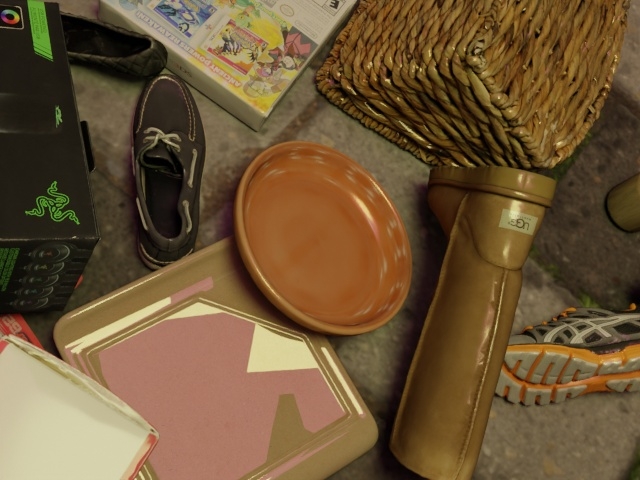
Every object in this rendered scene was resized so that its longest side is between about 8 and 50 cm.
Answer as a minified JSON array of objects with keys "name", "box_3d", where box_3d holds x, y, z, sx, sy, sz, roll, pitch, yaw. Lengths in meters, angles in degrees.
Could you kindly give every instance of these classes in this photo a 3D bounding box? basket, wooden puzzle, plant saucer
[{"name":"basket","box_3d":[0.182,-0.218,0.974,0.213,0.223,0.299,46,60,-34]},{"name":"wooden puzzle","box_3d":[-0.091,0.133,0.801,0.221,0.044,0.239,-27,84,-23]},{"name":"plant saucer","box_3d":[0.000,0.000,0.845,0.200,0.037,0.200,18,57,-29]}]

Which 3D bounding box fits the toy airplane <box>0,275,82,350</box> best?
[{"name":"toy airplane","box_3d":[-0.279,0.041,0.783,0.151,0.028,0.151,5,65,-10]}]

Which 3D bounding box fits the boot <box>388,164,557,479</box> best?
[{"name":"boot","box_3d":[0.121,0.067,0.833,0.089,0.236,0.269,16,91,-3]}]

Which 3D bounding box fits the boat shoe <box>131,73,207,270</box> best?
[{"name":"boat shoe","box_3d":[-0.143,-0.076,0.843,0.075,0.065,0.206,2,69,-13]}]

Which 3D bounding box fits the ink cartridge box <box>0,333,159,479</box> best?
[{"name":"ink cartridge box","box_3d":[-0.229,0.200,0.603,0.117,0.283,0.207,34,66,-6]}]

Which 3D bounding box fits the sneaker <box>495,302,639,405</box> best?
[{"name":"sneaker","box_3d":[0.250,0.109,0.891,0.215,0.084,0.083,0,47,-14]}]

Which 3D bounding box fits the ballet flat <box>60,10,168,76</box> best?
[{"name":"ballet flat","box_3d":[-0.231,-0.200,0.861,0.173,0.049,0.057,12,69,5]}]

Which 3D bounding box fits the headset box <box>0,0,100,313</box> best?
[{"name":"headset box","box_3d":[-0.327,-0.071,0.708,0.283,0.131,0.246,0,60,-30]}]

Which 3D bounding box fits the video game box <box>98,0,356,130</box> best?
[{"name":"video game box","box_3d":[-0.094,-0.243,0.928,0.205,0.048,0.187,36,64,-1]}]

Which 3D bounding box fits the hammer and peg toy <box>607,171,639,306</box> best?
[{"name":"hammer and peg toy","box_3d":[0.477,0.066,0.936,0.266,0.127,0.361,-15,76,-20]}]
